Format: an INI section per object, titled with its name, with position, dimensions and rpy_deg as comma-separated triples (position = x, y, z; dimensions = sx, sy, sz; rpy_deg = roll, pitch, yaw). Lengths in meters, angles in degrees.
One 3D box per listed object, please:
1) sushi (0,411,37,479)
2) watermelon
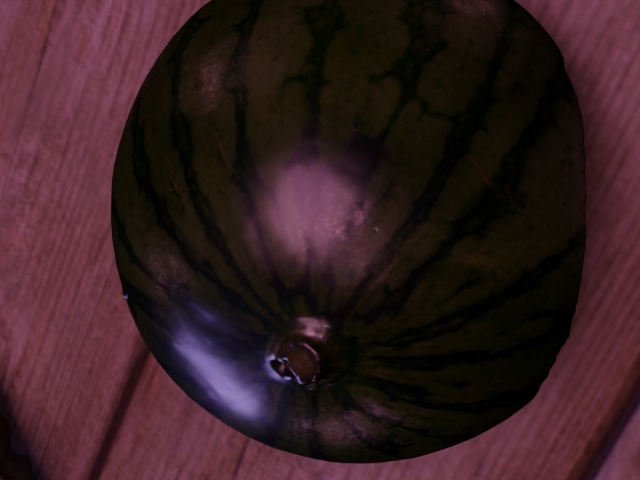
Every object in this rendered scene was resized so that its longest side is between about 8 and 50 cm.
[sushi]
position = -0.414, 0.243, 0.903
dimensions = 0.417, 0.176, 0.417
rpy_deg = 0, 91, 22
[watermelon]
position = 0.000, 0.000, 0.640
dimensions = 0.331, 0.189, 0.330
rpy_deg = 4, 107, 12
